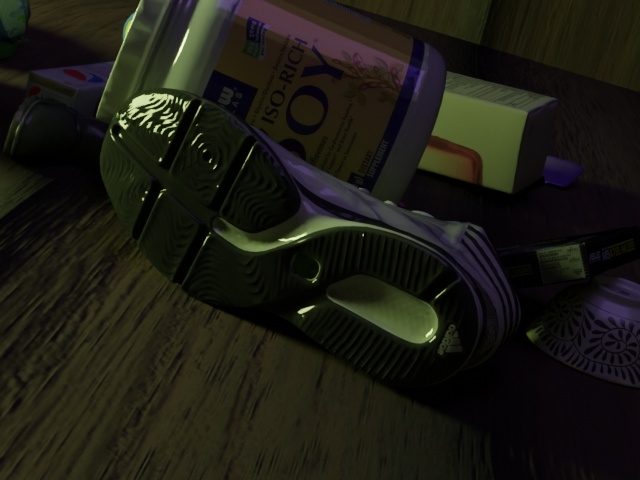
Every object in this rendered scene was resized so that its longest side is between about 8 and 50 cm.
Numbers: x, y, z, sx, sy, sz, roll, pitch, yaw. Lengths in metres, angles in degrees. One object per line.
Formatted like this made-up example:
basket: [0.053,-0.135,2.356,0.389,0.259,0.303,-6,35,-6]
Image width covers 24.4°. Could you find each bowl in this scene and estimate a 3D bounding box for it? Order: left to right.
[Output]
bowl: [0.310,0.085,1.570,0.170,0.080,0.170,15,15,-4]

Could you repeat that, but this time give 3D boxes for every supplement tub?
supplement tub: [-0.054,-0.161,1.622,0.331,0.241,0.241,22,15,-7]

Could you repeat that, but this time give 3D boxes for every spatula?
spatula: [0.330,-0.098,2.293,0.084,0.030,0.296,22,17,21]

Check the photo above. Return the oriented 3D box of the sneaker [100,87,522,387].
sneaker: [0.000,0.001,1.475,0.447,0.169,0.257,32,12,23]

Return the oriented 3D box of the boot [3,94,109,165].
boot: [-0.240,-0.102,1.697,0.208,0.076,0.189,25,19,4]

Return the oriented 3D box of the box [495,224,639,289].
box: [0.234,0.024,1.613,0.190,0.045,0.184,-10,3,31]

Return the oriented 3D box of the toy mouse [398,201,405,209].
toy mouse: [0.053,-0.046,1.845,0.161,0.031,0.143,22,17,18]

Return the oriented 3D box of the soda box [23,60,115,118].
soda box: [-0.292,-0.181,1.889,0.073,0.069,0.216,21,17,17]

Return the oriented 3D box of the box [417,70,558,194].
box: [0.212,-0.167,2.184,0.232,0.127,0.148,17,20,22]

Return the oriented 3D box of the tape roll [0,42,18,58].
tape roll: [-0.585,-0.354,2.133,0.321,0.077,0.321,17,18,-6]

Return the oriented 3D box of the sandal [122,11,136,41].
sandal: [-0.181,-0.290,2.299,0.317,0.126,0.138,13,11,-44]

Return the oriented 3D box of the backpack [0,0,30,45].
backpack: [-0.463,-0.319,1.741,0.273,0.290,0.355,-11,19,10]
